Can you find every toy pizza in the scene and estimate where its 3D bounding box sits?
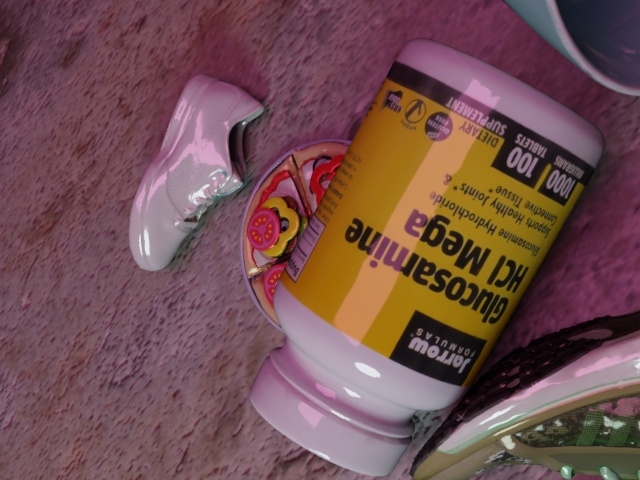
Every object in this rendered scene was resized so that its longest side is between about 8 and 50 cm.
[{"bbox_3d":[0.000,0.000,1.063,0.201,0.032,0.201,-3,84,30],"label":"toy pizza"}]

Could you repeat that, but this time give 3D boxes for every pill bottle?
[{"bbox_3d":[0.078,0.018,0.917,0.188,0.188,0.334,32,99,28],"label":"pill bottle"}]

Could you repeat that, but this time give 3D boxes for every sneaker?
[{"bbox_3d":[-0.124,-0.059,1.120,0.094,0.080,0.212,23,96,18],"label":"sneaker"},{"bbox_3d":[0.254,0.150,0.853,0.410,0.158,0.182,-28,90,30],"label":"sneaker"}]

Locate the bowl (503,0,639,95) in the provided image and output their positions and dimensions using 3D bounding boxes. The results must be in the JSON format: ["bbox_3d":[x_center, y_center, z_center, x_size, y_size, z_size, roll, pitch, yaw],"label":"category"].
[{"bbox_3d":[0.221,-0.281,0.832,0.163,0.311,0.312,32,102,48],"label":"bowl"}]
